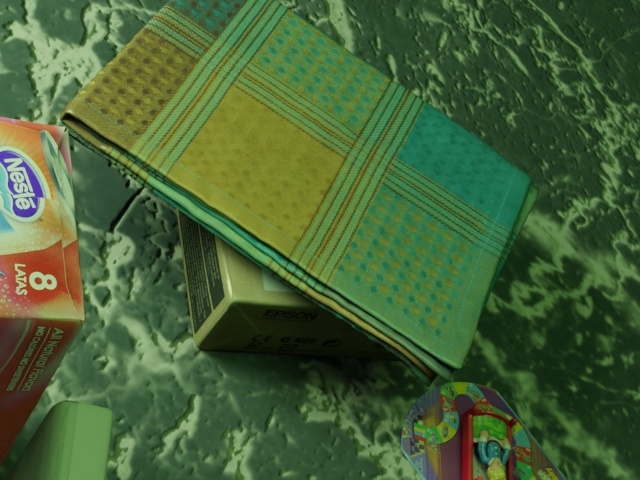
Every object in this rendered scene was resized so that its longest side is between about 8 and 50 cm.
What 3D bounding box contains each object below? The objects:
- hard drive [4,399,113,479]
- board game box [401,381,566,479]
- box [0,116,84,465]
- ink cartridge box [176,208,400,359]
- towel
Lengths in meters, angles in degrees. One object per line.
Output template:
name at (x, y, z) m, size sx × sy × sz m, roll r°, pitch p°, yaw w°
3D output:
hard drive at (-0.181, 0.273, 0.746) m, size 0.040 × 0.203 × 0.307 m, roll 16°, pitch 51°, yaw -20°
board game box at (0.153, 0.190, 1.120) m, size 0.133 × 0.033 × 0.168 m, roll -26°, pitch 74°, yaw -40°
box at (-0.261, 0.063, 0.787) m, size 0.154 × 0.300 × 0.142 m, roll 7°, pitch 53°, yaw -28°
ink cartridge box at (0.000, 0.000, 1.132) m, size 0.235 × 0.088 × 0.193 m, roll 5°, pitch 56°, yaw -26°
towel at (-0.002, -0.069, 1.097) m, size 0.370 × 0.040 × 0.271 m, roll 34°, pitch 46°, yaw -1°
